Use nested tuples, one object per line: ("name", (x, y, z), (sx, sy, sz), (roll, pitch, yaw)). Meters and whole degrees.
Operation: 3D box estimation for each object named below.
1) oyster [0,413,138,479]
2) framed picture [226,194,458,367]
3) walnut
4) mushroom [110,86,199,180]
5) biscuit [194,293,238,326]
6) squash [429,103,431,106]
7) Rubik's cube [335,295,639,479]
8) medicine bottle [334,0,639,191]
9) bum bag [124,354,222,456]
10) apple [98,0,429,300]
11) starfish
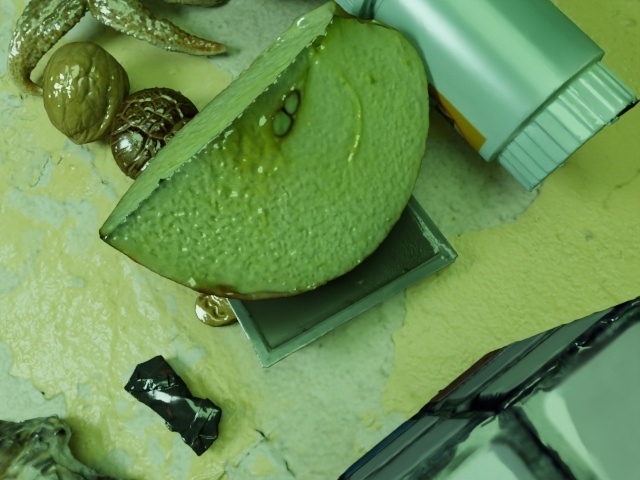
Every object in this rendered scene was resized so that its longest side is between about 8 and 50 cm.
("oyster", (-0.343, 0.303, 0.577), (0.275, 0.100, 0.271), (8, 59, 10))
("framed picture", (0.000, 0.000, 0.659), (0.252, 0.014, 0.197), (-27, 70, -15))
("walnut", (-0.288, -0.179, 0.712), (0.105, 0.105, 0.125), (17, 94, 7))
("mushroom", (-0.196, -0.127, 0.701), (0.109, 0.085, 0.126), (-2, 72, 2))
("biscuit", (-0.089, 0.011, 0.683), (0.184, 0.035, 0.249), (-43, 76, -10))
("squash", (0.139, -0.294, 0.760), (0.251, 0.049, 0.252), (0, 73, 0))
("Rubik's cube", (0.154, 0.301, 0.422), (0.362, 0.363, 0.359), (-38, 73, -10))
("medicine bottle", (0.171, -0.212, 0.631), (0.158, 0.158, 0.318), (-39, 79, -9))
("bum bag", (-0.159, 0.176, 0.636), (0.124, 0.034, 0.058), (38, 88, 13))
("apple", (-0.048, -0.084, 0.590), (0.254, 0.179, 0.346), (36, 75, 25))
("starfish", (-0.298, -0.334, 0.765), (0.375, 0.094, 0.327), (42, 77, 8))
